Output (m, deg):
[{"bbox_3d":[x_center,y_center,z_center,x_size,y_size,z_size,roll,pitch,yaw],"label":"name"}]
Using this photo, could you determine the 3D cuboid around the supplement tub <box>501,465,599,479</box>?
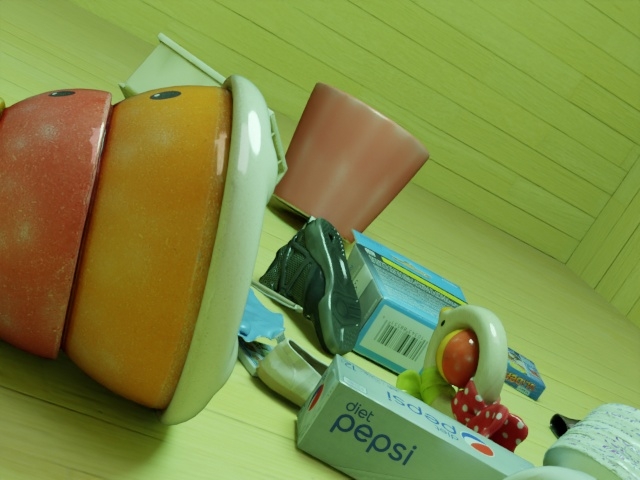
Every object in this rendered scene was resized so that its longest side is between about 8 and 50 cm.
[{"bbox_3d":[0.282,0.356,1.002,0.324,0.235,0.235,27,13,-22],"label":"supplement tub"}]

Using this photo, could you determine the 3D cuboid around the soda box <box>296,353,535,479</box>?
[{"bbox_3d":[0.115,0.252,1.335,0.286,0.098,0.091,31,12,-9],"label":"soda box"}]

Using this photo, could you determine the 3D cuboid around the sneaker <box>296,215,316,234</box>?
[{"bbox_3d":[0.000,0.000,2.141,0.073,0.063,0.162,34,12,-8],"label":"sneaker"}]

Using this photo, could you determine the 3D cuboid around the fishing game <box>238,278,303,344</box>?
[{"bbox_3d":[-0.133,0.089,1.482,0.189,0.041,0.264,28,17,19],"label":"fishing game"}]

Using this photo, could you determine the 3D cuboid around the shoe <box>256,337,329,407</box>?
[{"bbox_3d":[0.025,0.197,1.406,0.219,0.058,0.076,34,13,-9],"label":"shoe"}]

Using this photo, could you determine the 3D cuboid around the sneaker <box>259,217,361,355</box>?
[{"bbox_3d":[-0.016,0.088,1.730,0.087,0.130,0.228,26,40,-47],"label":"sneaker"}]

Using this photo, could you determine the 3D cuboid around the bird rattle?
[{"bbox_3d":[0.181,0.186,1.509,0.143,0.207,0.253,13,-2,-16],"label":"bird rattle"}]

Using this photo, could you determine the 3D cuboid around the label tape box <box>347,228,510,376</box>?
[{"bbox_3d":[0.148,0.126,1.902,0.240,0.106,0.334,29,12,-15],"label":"label tape box"}]

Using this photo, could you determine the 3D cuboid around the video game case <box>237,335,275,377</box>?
[{"bbox_3d":[-0.059,0.159,1.478,0.122,0.011,0.087,22,16,-40],"label":"video game case"}]

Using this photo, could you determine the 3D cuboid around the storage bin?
[{"bbox_3d":[-0.206,-0.201,2.085,0.262,0.123,0.260,36,-14,16],"label":"storage bin"}]

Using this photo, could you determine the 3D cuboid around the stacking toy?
[{"bbox_3d":[-0.304,-0.031,1.093,0.479,0.351,0.350,12,17,-13],"label":"stacking toy"}]

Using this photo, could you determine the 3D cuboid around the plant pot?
[{"bbox_3d":[0.044,-0.143,2.305,0.275,0.243,0.275,32,-1,1],"label":"plant pot"}]

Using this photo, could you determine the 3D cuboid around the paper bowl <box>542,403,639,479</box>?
[{"bbox_3d":[0.367,0.342,1.323,0.284,0.148,0.284,48,-16,19],"label":"paper bowl"}]

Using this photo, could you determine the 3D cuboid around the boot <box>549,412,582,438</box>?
[{"bbox_3d":[0.516,0.383,1.927,0.206,0.090,0.248,13,21,-25],"label":"boot"}]

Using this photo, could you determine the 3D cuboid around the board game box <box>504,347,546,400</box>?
[{"bbox_3d":[0.320,0.214,2.151,0.201,0.035,0.136,31,12,-6],"label":"board game box"}]
